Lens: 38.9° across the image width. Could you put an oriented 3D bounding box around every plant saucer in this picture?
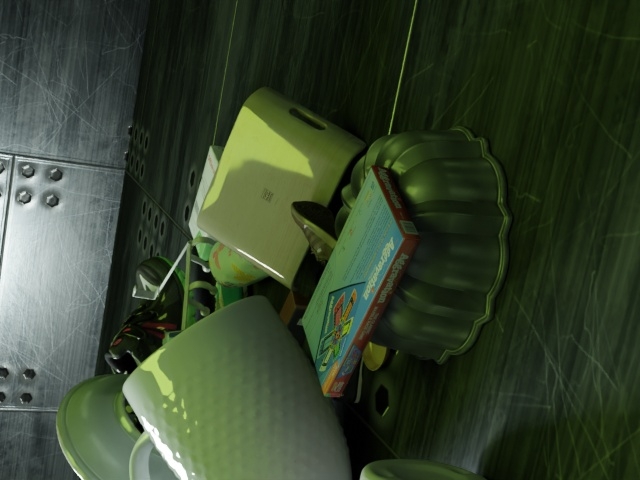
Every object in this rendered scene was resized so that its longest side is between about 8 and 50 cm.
[{"bbox_3d":[0.088,0.157,1.381,0.083,0.015,0.083,-173,90,-66],"label":"plant saucer"},{"bbox_3d":[-0.327,0.388,1.838,0.100,0.400,0.400,-56,32,21],"label":"plant saucer"}]

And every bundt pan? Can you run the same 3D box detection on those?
[{"bbox_3d":[0.114,-0.001,1.227,0.331,0.124,0.330,-173,90,-66],"label":"bundt pan"}]

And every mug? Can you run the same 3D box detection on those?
[{"bbox_3d":[-0.146,0.326,1.442,0.374,0.276,0.328,-38,77,13],"label":"mug"}]

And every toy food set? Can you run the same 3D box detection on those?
[{"bbox_3d":[-0.072,-0.087,1.593,0.220,0.092,0.306,33,114,18],"label":"toy food set"}]

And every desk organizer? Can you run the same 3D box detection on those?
[{"bbox_3d":[-0.050,0.152,1.666,0.050,0.047,0.130,-105,31,-45],"label":"desk organizer"}]

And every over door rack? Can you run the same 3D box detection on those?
[{"bbox_3d":[-0.314,0.162,2.002,0.324,0.108,0.239,-35,45,45],"label":"over door rack"}]

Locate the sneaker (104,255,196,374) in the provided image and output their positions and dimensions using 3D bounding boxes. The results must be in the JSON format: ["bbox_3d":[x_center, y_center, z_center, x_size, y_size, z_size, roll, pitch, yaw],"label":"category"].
[{"bbox_3d":[-0.413,0.235,2.179,0.185,0.202,0.482,124,145,-45],"label":"sneaker"}]

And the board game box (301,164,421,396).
[{"bbox_3d":[0.045,0.057,1.178,0.145,0.027,0.281,-108,33,-47],"label":"board game box"}]

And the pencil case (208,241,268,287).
[{"bbox_3d":[-0.134,0.019,1.813,0.273,0.113,0.124,-28,40,62],"label":"pencil case"}]

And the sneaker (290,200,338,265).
[{"bbox_3d":[0.000,0.000,1.449,0.188,0.066,0.071,45,129,50],"label":"sneaker"}]

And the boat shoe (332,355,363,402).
[{"bbox_3d":[0.043,0.192,1.445,0.049,0.042,0.133,167,109,-68],"label":"boat shoe"}]

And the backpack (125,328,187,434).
[{"bbox_3d":[-0.187,0.273,1.723,0.263,0.277,0.213,1,86,54],"label":"backpack"}]

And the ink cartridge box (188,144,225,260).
[{"bbox_3d":[-0.223,-0.084,2.069,0.160,0.093,0.219,-118,41,-53],"label":"ink cartridge box"}]

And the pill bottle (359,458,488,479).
[{"bbox_3d":[0.112,0.416,1.072,0.160,0.160,0.283,-174,90,-67],"label":"pill bottle"}]

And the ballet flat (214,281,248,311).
[{"bbox_3d":[-0.188,0.182,1.964,0.077,0.091,0.241,67,-153,-74],"label":"ballet flat"}]
